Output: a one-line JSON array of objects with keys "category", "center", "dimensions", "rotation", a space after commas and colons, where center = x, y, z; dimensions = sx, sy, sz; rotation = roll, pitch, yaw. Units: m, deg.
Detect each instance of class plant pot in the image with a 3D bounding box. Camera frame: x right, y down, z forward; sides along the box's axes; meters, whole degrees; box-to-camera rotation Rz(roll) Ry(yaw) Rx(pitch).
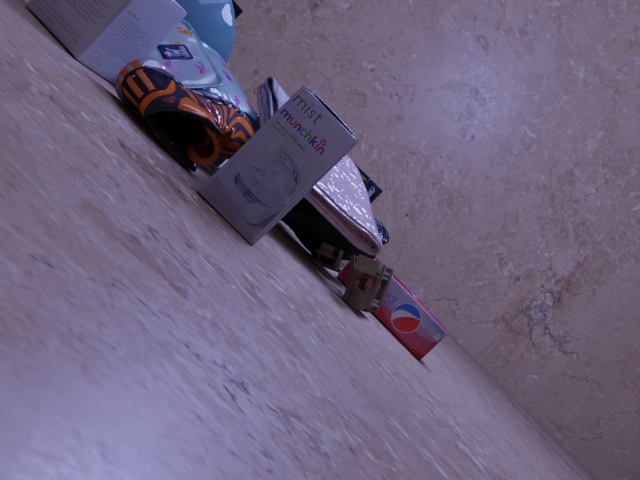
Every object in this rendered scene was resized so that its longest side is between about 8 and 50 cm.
[{"category": "plant pot", "center": [-0.352, -0.452, 1.808], "dimensions": [0.290, 0.290, 0.195], "rotation": [46, 32, 16]}]

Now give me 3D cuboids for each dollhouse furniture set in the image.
[{"category": "dollhouse furniture set", "center": [0.039, 0.070, 1.686], "dimensions": [0.161, 0.101, 0.182], "rotation": [20, -2, 15]}]

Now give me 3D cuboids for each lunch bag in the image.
[{"category": "lunch bag", "center": [-0.262, -0.299, 1.657], "dimensions": [0.262, 0.160, 0.223], "rotation": [31, 24, -56]}]

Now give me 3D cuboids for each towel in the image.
[{"category": "towel", "center": [-0.004, -0.155, 1.738], "dimensions": [0.317, 0.053, 0.332], "rotation": [43, 19, -29]}]

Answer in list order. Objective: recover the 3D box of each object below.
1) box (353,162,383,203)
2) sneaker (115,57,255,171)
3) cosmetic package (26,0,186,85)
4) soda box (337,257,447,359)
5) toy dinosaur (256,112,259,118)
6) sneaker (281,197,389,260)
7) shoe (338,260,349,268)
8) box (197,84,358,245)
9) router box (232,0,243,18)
[{"category": "box", "center": [0.023, -0.124, 2.320], "dimensions": [0.060, 0.216, 0.270], "rotation": [42, 4, -35]}, {"category": "sneaker", "center": [-0.202, -0.176, 1.483], "dimensions": [0.321, 0.124, 0.180], "rotation": [21, 25, -52]}, {"category": "cosmetic package", "center": [-0.363, -0.397, 1.486], "dimensions": [0.151, 0.184, 0.151], "rotation": [46, 5, 17]}, {"category": "soda box", "center": [0.160, 0.138, 1.917], "dimensions": [0.263, 0.092, 0.083], "rotation": [45, 5, 7]}, {"category": "toy dinosaur", "center": [-0.150, -0.261, 2.555], "dimensions": [0.218, 0.164, 0.322], "rotation": [60, -18, 1]}, {"category": "sneaker", "center": [-0.005, -0.017, 1.825], "dimensions": [0.286, 0.130, 0.109], "rotation": [23, 30, -6]}, {"category": "shoe", "center": [0.000, 0.000, 2.054], "dimensions": [0.219, 0.058, 0.076], "rotation": [37, 27, -33]}, {"category": "box", "center": [-0.063, -0.125, 1.409], "dimensions": [0.127, 0.231, 0.262], "rotation": [44, 5, -6]}, {"category": "router box", "center": [-0.404, -0.619, 2.411], "dimensions": [0.081, 0.309, 0.243], "rotation": [52, 7, 36]}]
